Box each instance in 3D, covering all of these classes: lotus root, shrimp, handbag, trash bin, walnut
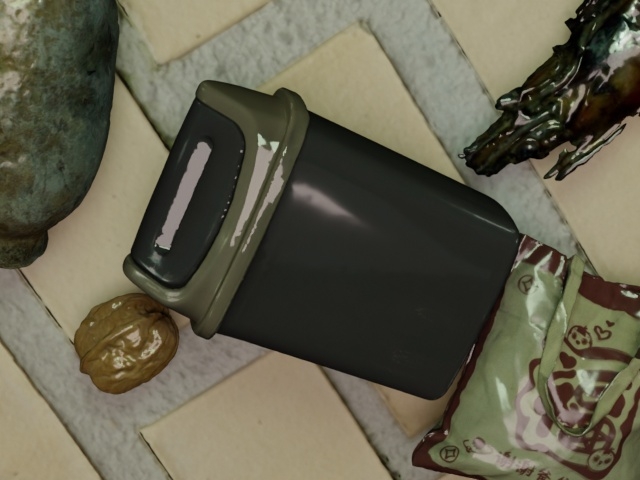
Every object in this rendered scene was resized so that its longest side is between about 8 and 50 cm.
[{"bbox_3d":[-0.246,-0.137,1.160,0.175,0.175,0.349,2,107,-3],"label":"lotus root"},{"bbox_3d":[0.222,-0.222,1.214,0.233,0.071,0.365,43,99,-2],"label":"shrimp"},{"bbox_3d":[0.219,0.134,1.263,0.213,0.127,0.235,22,100,-5],"label":"handbag"},{"bbox_3d":[0.000,0.000,1.199,0.290,0.182,0.209,22,101,-12],"label":"trash bin"},{"bbox_3d":[-0.174,0.091,1.265,0.096,0.082,0.079,-32,75,7],"label":"walnut"}]
